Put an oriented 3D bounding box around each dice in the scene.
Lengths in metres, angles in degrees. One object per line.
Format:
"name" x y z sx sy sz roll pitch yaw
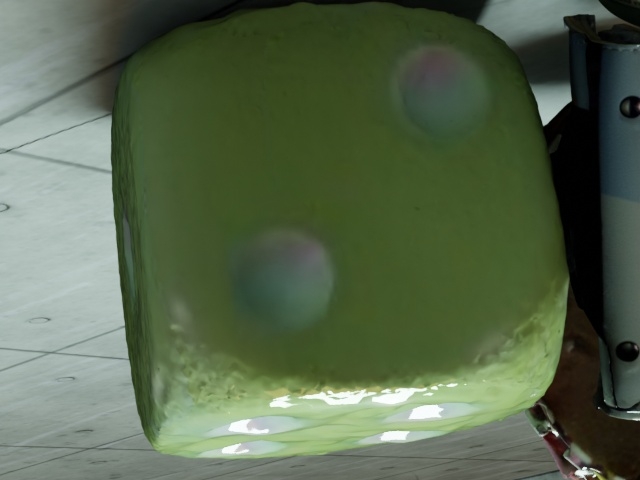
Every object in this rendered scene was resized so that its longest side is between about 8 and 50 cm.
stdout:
"dice" 0.000 0.000 1.013 0.249 0.255 0.252 -5 167 -12

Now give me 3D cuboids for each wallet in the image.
"wallet" 0.176 -0.019 0.971 0.069 0.231 0.170 -3 -168 7

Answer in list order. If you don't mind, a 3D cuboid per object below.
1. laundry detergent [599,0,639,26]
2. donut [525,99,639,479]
"laundry detergent" 0.199 -0.157 0.865 0.144 0.078 0.221 6 170 26
"donut" 0.247 0.042 1.127 0.259 0.345 0.136 -13 -179 3
